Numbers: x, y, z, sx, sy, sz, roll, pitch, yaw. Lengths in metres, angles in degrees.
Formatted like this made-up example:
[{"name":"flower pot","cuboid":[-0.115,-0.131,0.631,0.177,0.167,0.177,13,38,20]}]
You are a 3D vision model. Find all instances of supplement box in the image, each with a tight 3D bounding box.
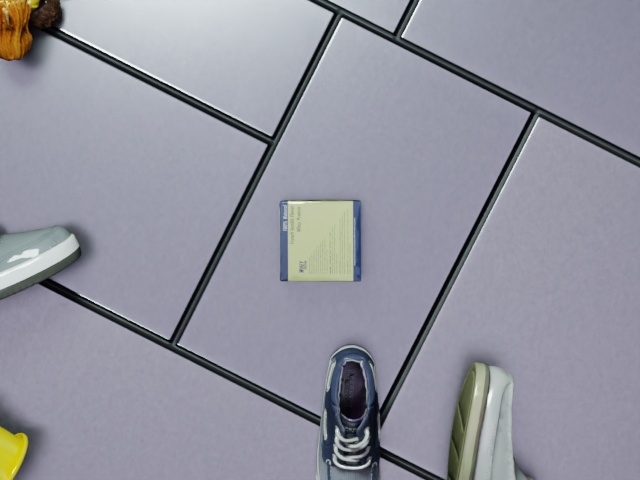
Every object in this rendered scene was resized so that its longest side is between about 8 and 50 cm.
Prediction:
[{"name":"supplement box","cuboid":[0.000,0.000,1.880,0.083,0.056,0.083,-1,92,1]}]

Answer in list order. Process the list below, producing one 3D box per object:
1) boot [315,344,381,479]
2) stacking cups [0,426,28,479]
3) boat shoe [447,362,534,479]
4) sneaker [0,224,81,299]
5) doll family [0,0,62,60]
[{"name":"boot","cuboid":[0.027,0.204,1.872,0.069,0.086,0.190,-2,92,1]},{"name":"stacking cups","cuboid":[-0.443,0.148,1.830,0.316,0.096,0.096,38,92,-18]},{"name":"boat shoe","cuboid":[0.180,0.272,1.865,0.103,0.113,0.302,4,102,0]},{"name":"sneaker","cuboid":[-0.404,-0.015,1.862,0.295,0.124,0.178,-16,101,3]},{"name":"doll family","cuboid":[-0.375,-0.243,1.839,0.263,0.118,0.163,-10,107,3]}]
